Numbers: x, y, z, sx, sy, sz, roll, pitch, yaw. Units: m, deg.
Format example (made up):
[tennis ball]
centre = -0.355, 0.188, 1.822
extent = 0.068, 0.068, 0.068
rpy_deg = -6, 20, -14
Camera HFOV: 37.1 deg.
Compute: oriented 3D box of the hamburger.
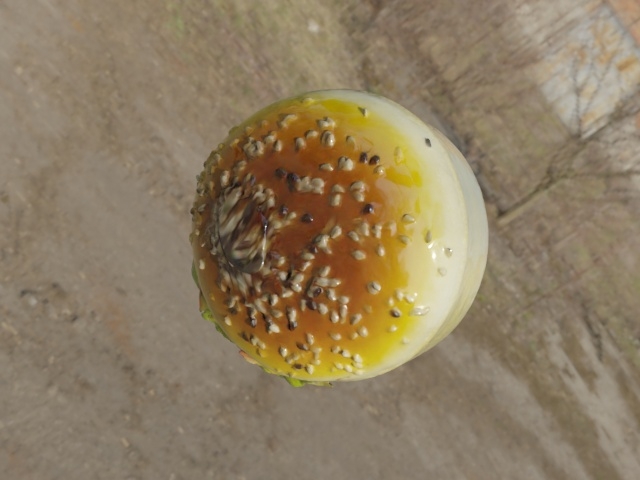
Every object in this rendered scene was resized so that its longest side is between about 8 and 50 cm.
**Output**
[hamburger]
centre = 0.000, 0.000, 0.410
extent = 0.081, 0.141, 0.126
rpy_deg = -1, 87, -52
